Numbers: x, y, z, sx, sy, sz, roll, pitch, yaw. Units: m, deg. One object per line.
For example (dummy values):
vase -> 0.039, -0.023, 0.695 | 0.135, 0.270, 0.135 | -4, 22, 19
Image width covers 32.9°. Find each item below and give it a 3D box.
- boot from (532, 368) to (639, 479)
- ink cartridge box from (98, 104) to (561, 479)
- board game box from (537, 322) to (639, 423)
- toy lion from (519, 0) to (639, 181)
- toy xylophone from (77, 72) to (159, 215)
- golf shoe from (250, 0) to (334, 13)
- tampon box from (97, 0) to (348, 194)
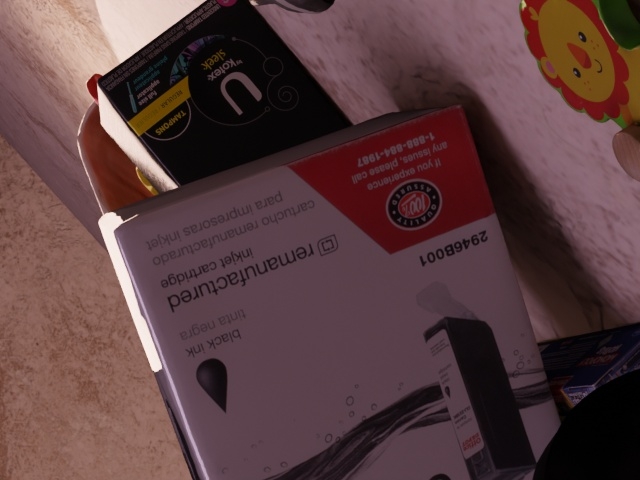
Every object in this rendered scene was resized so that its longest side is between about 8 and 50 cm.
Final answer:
boot -> 0.163, 0.031, 0.263 | 0.348, 0.131, 0.260 | 1, 138, 46
ink cartridge box -> 0.016, 0.084, 0.615 | 0.114, 0.197, 0.273 | -162, 53, -74
board game box -> 0.203, 0.146, 0.649 | 0.194, 0.060, 0.194 | 51, 166, 1
toy lion -> 0.114, -0.077, 0.421 | 0.096, 0.034, 0.100 | 53, 168, 21
toy xylophone -> -0.106, -0.009, 0.973 | 0.236, 0.081, 0.323 | 31, -158, -56
golf shoe -> -0.014, -0.215, 0.372 | 0.120, 0.105, 0.273 | -4, 126, 42
tampon box -> -0.063, -0.072, 0.778 | 0.161, 0.120, 0.101 | 50, 167, 1
